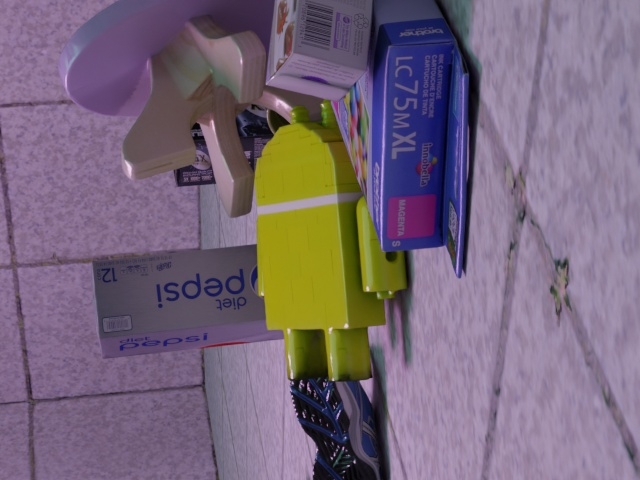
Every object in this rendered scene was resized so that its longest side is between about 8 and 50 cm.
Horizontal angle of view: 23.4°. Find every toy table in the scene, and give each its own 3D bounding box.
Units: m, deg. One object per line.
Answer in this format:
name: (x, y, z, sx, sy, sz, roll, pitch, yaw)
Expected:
toy table: (-0.111, -0.156, 1.585, 0.252, 0.274, 0.161, 81, 162, -57)

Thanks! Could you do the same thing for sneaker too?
sneaker: (0.034, 0.218, 1.628, 0.081, 0.080, 0.211, -32, -66, -56)

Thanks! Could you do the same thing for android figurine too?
android figurine: (0.000, 0.000, 1.495, 0.248, 0.056, 0.272, -10, 84, 60)

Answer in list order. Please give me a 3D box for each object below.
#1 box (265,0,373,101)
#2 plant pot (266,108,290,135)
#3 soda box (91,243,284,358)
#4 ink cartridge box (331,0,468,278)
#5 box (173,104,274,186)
box: (0.010, -0.269, 1.231, 0.063, 0.067, 0.324, 139, 140, -61)
plant pot: (-0.016, -0.159, 1.729, 0.079, 0.083, 0.083, -85, -3, -54)
soda box: (-0.106, 0.063, 1.703, 0.098, 0.286, 0.091, 108, 154, -71)
ink cartridge box: (0.059, -0.123, 1.266, 0.311, 0.065, 0.185, -110, 17, -56)
box: (-0.100, -0.148, 1.915, 0.077, 0.180, 0.147, 94, 169, -45)
